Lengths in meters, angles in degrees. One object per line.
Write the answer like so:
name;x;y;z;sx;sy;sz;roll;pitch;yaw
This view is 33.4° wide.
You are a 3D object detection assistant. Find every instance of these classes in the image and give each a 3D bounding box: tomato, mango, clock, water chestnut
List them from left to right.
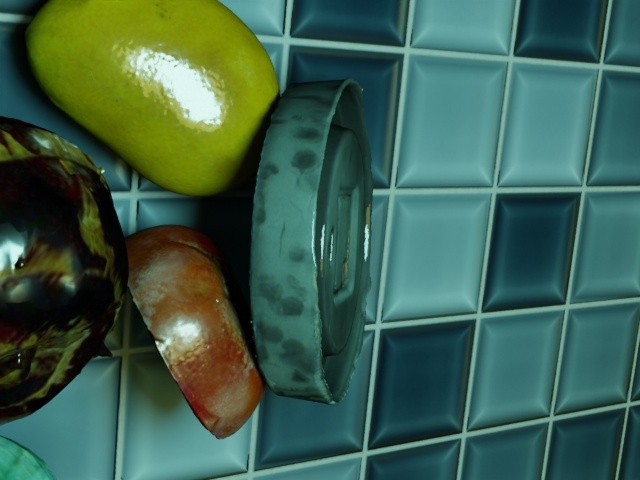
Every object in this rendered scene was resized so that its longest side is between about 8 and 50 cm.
water chestnut;-0.306;0.009;0.886;0.300;0.300;0.300;-10;108;-33
mango;-0.143;-0.154;1.003;0.254;0.139;0.175;41;71;-28
tomato;-0.111;0.080;1.031;0.085;0.225;0.225;-24;117;-1
clock;0.000;0.000;1.065;0.325;0.067;0.325;3;90;-79

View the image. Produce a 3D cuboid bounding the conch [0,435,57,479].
conch;-0.330;0.265;0.992;0.196;0.134;0.202;-15;124;13
